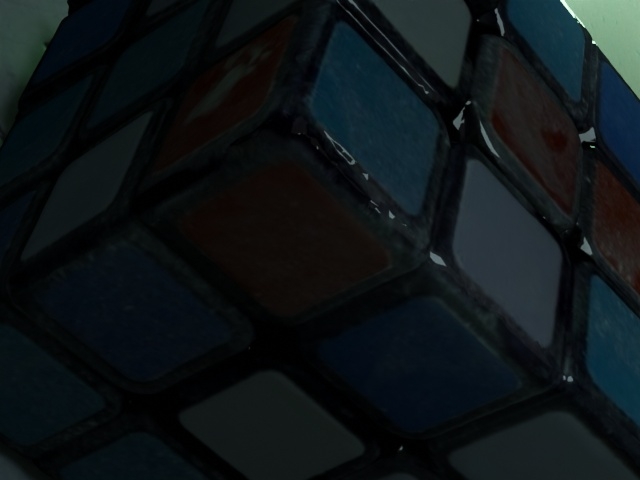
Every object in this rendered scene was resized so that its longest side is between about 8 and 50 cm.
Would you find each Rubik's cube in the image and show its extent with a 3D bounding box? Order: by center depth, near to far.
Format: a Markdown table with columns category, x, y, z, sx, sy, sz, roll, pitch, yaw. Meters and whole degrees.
| category | x | y | z | sx | sy | sz | roll | pitch | yaw |
| --- | --- | --- | --- | --- | --- | --- | --- | --- | --- |
| Rubik's cube | 0.000 | 0.000 | 0.989 | 0.363 | 0.362 | 0.358 | 47 | 34 | -26 |
